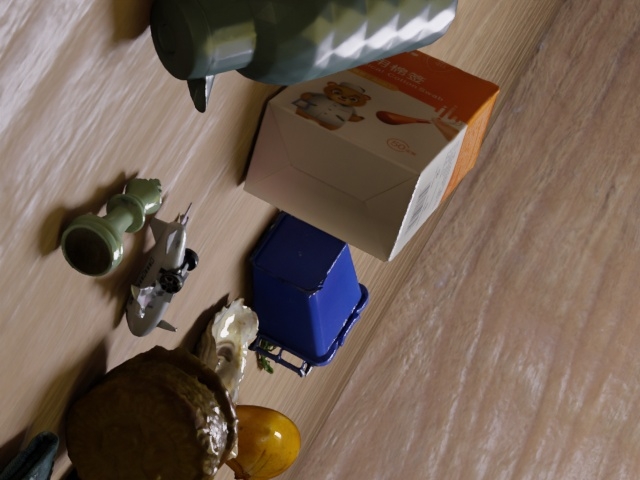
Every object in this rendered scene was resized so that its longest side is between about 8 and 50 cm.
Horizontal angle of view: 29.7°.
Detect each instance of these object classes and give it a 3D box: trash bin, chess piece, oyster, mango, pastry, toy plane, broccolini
[{"bbox_3d":[-0.030,0.077,1.843,0.184,0.162,0.234,-57,162,-24],"label":"trash bin"},{"bbox_3d":[-0.191,-0.024,1.163,0.149,0.059,0.059,-57,170,-56],"label":"chess piece"},{"bbox_3d":[-0.158,0.202,1.750,0.161,0.107,0.233,-28,126,-61],"label":"oyster"},{"bbox_3d":[-0.113,0.358,2.157,0.126,0.153,0.252,-65,-176,-23],"label":"mango"},{"bbox_3d":[-0.192,0.220,1.385,0.103,0.188,0.189,-55,168,-63],"label":"pastry"},{"bbox_3d":[-0.178,0.043,1.343,0.162,0.065,0.171,-64,171,-58],"label":"toy plane"},{"bbox_3d":[-0.094,0.199,2.155,0.052,0.054,0.194,-22,158,-22],"label":"broccolini"}]

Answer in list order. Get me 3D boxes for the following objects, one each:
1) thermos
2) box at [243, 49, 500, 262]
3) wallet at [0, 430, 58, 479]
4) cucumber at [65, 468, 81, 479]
[{"bbox_3d":[-0.020,-0.232,1.103,0.286,0.145,0.182,-20,115,-33],"label":"thermos"},{"bbox_3d":[0.079,-0.142,1.619,0.341,0.225,0.143,-45,158,-54],"label":"box"},{"bbox_3d":[-0.376,0.378,1.235,0.237,0.075,0.342,-49,162,-69],"label":"wallet"},{"bbox_3d":[-0.265,0.280,1.511,0.220,0.070,0.046,-55,137,-40],"label":"cucumber"}]
